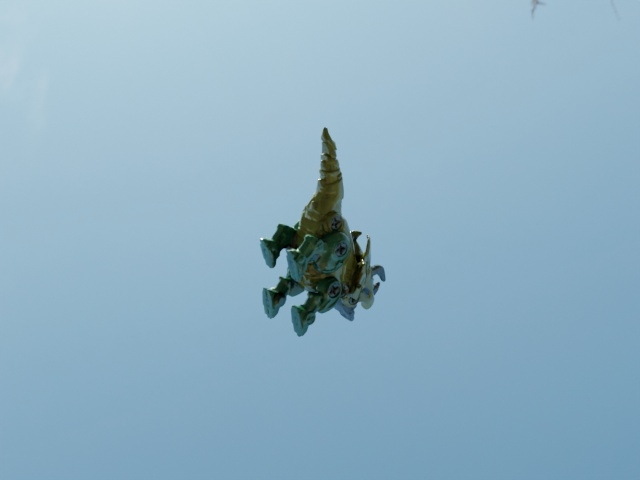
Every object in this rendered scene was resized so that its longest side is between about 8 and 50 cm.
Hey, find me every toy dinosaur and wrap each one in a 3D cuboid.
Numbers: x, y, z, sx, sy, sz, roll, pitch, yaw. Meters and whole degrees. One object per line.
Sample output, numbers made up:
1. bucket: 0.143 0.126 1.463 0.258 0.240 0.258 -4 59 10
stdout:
1. toy dinosaur: 0.000 0.000 1.003 0.153 0.259 0.094 -32 -143 -31
